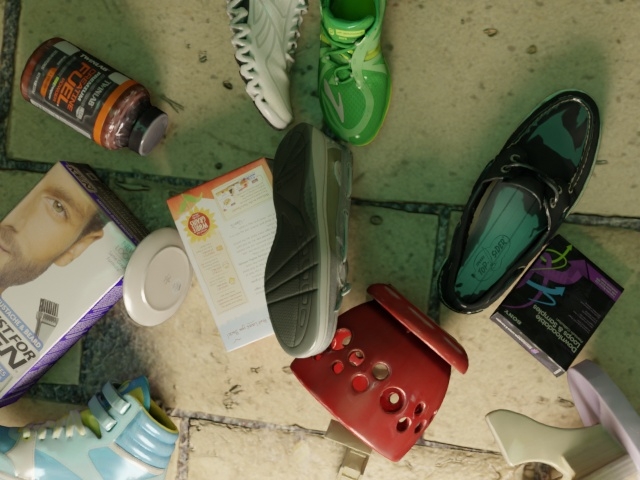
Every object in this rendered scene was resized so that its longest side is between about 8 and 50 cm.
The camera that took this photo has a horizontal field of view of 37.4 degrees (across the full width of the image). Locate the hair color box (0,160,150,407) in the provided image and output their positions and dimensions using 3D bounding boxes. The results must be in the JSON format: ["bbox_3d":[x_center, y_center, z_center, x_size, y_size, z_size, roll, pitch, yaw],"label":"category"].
[{"bbox_3d":[-0.410,0.067,1.359,0.339,0.110,0.185,-44,84,7],"label":"hair color box"}]

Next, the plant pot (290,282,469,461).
[{"bbox_3d":[0.083,0.163,1.231,0.191,0.191,0.174,40,91,6],"label":"plant pot"}]

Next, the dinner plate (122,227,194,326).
[{"bbox_3d":[-0.218,0.052,1.309,0.017,0.141,0.141,16,96,31],"label":"dinner plate"}]

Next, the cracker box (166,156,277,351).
[{"bbox_3d":[-0.097,0.020,1.321,0.155,0.067,0.232,-22,88,10],"label":"cracker box"}]

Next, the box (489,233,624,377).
[{"bbox_3d":[0.309,0.082,1.227,0.116,0.029,0.162,41,62,5],"label":"box"}]

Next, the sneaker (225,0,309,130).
[{"bbox_3d":[-0.067,-0.298,1.288,0.118,0.110,0.292,-12,91,1],"label":"sneaker"}]

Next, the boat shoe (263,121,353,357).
[{"bbox_3d":[-0.002,0.000,1.226,0.118,0.103,0.320,-33,50,44],"label":"boat shoe"}]

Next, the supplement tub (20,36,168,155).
[{"bbox_3d":[-0.314,-0.197,1.330,0.198,0.106,0.106,30,97,7],"label":"supplement tub"}]

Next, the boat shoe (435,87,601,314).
[{"bbox_3d":[0.259,-0.049,1.232,0.127,0.113,0.340,38,98,7],"label":"boat shoe"}]

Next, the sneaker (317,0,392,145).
[{"bbox_3d":[0.035,-0.267,1.240,0.109,0.123,0.295,9,111,18],"label":"sneaker"}]

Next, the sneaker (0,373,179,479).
[{"bbox_3d":[-0.350,0.262,1.332,0.319,0.127,0.208,23,94,-14],"label":"sneaker"}]

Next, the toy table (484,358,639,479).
[{"bbox_3d":[0.335,0.305,1.182,0.161,0.252,0.274,-25,65,-5],"label":"toy table"}]

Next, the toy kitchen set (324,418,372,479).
[{"bbox_3d":[0.036,0.294,1.329,0.068,0.075,0.083,21,56,5],"label":"toy kitchen set"}]
